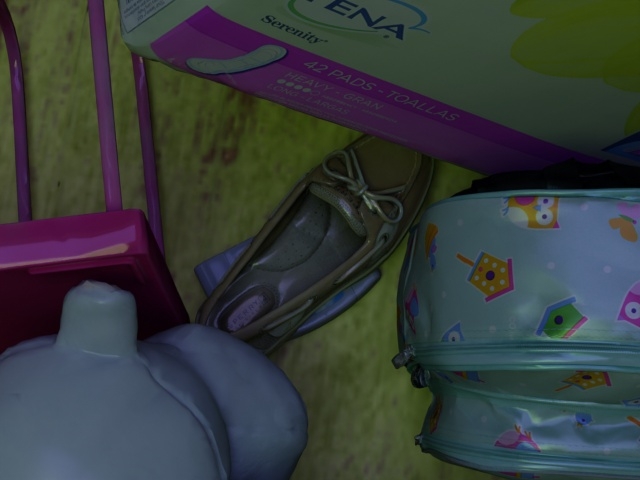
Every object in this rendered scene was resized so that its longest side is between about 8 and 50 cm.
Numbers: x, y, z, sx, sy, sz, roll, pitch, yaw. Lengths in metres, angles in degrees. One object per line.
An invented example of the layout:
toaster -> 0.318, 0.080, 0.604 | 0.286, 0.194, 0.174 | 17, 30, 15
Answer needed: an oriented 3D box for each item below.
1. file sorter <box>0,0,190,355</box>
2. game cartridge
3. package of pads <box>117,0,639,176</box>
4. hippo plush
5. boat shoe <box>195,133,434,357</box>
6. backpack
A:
file sorter -> -0.219, -0.037, 0.706 | 0.290, 0.202, 0.182 | -7, 75, -1
game cartridge -> -0.015, 0.019, 0.786 | 0.083, 0.017, 0.056 | -27, 81, -6
package of pads -> 0.096, -0.117, 0.639 | 0.296, 0.229, 0.101 | 14, 63, -37
hippo plush -> -0.066, 0.160, 0.639 | 0.236, 0.294, 0.234 | 43, 113, 19
boat shoe -> -0.002, -0.001, 0.757 | 0.153, 0.048, 0.056 | -42, 80, -9
backpack -> 0.115, 0.038, 0.691 | 0.165, 0.188, 0.144 | 5, 76, 1
